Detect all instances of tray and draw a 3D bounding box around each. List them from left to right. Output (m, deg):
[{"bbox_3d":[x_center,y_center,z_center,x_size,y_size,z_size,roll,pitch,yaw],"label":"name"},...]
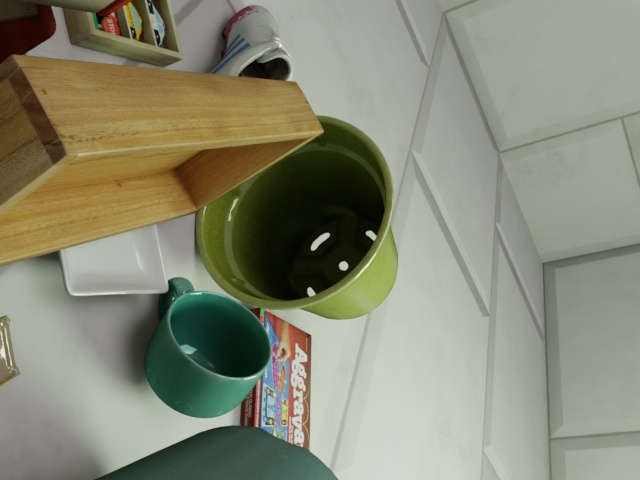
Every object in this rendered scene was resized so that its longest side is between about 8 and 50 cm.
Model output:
[{"bbox_3d":[-0.249,-0.068,0.716,0.145,0.030,0.270,6,67,-61],"label":"tray"},{"bbox_3d":[-0.165,-0.071,0.591,0.076,0.203,0.411,62,23,1],"label":"tray"}]

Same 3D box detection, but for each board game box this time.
[{"bbox_3d":[-0.061,0.251,0.938,0.145,0.027,0.281,39,44,-51],"label":"board game box"}]

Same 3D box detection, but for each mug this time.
[{"bbox_3d":[-0.136,0.129,0.762,0.129,0.097,0.157,22,31,-21],"label":"mug"}]

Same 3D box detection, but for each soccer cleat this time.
[{"bbox_3d":[-0.090,-0.272,1.012,0.116,0.143,0.331,54,34,-35],"label":"soccer cleat"}]

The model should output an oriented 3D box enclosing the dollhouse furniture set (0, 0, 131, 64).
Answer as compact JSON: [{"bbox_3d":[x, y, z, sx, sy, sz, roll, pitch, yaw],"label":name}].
[{"bbox_3d":[-0.249,-0.209,0.556,0.135,0.259,0.262,-23,101,-52],"label":"dollhouse furniture set"}]

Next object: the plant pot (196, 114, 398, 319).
[{"bbox_3d":[0.000,0.000,0.962,0.254,0.276,0.276,48,36,-62],"label":"plant pot"}]

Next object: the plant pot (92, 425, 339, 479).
[{"bbox_3d":[-0.122,0.316,0.499,0.334,0.341,0.341,-6,82,-71],"label":"plant pot"}]

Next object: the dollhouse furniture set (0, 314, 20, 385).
[{"bbox_3d":[-0.315,0.064,0.555,0.076,0.059,0.151,-48,139,-67],"label":"dollhouse furniture set"}]

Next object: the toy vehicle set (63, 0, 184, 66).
[{"bbox_3d":[-0.270,-0.366,0.835,0.166,0.035,0.266,-11,87,-63],"label":"toy vehicle set"}]
